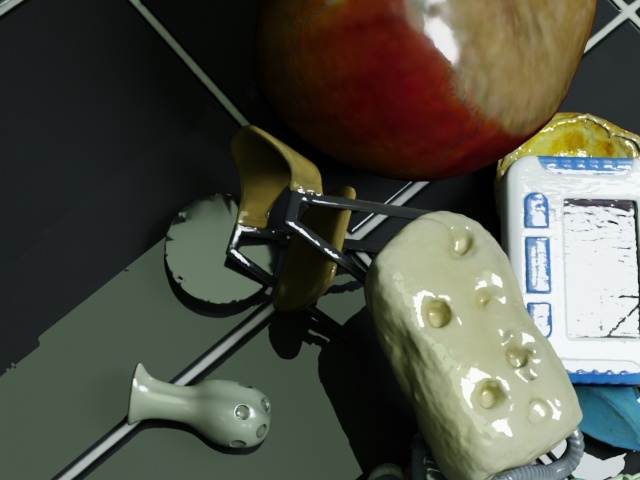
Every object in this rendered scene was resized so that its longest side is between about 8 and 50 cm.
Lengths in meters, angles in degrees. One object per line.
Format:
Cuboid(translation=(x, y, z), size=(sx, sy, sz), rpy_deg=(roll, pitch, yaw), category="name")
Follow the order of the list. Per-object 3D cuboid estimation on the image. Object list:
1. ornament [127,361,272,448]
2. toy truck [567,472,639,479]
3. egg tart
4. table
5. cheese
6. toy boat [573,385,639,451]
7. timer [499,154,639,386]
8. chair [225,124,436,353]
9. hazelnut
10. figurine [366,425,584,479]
Cuboid(translation=(-0.130, 0.182, 1.177), size=(0.156, 0.081, 0.075), rpy_deg=(10, 106, 0), category="ornament")
Cuboid(translation=(0.400, 0.298, 1.178), size=(0.259, 0.128, 0.135), rpy_deg=(-15, 90, -11), category="toy truck")
Cuboid(translation=(0.306, -0.054, 1.285), size=(0.212, 0.090, 0.212), rpy_deg=(1, 72, -4), category="egg tart")
Cuboid(translation=(-0.115, 0.014, 1.240), size=(0.133, 0.043, 0.133), rpy_deg=(2, 73, -6), category="table")
Cuboid(translation=(0.145, 0.098, 1.050), size=(0.159, 0.093, 0.263), rpy_deg=(-19, 74, -28), category="cheese")
Cuboid(translation=(0.320, 0.177, 1.227), size=(0.185, 0.075, 0.077), rpy_deg=(32, 41, 8), category="toy boat")
Cuboid(translation=(0.288, 0.035, 1.184), size=(0.178, 0.078, 0.253), rpy_deg=(2, 78, -4), category="timer")
Cuboid(translation=(0.000, 0.000, 1.163), size=(0.247, 0.159, 0.172), rpy_deg=(21, 69, -21), category="chair")
Cuboid(translation=(0.106, -0.254, 1.183), size=(0.359, 0.359, 0.409), rpy_deg=(45, 41, 7), category="hazelnut")
Cuboid(translation=(0.090, 0.323, 1.100), size=(0.261, 0.186, 0.382), rpy_deg=(21, 71, 6), category="figurine")
